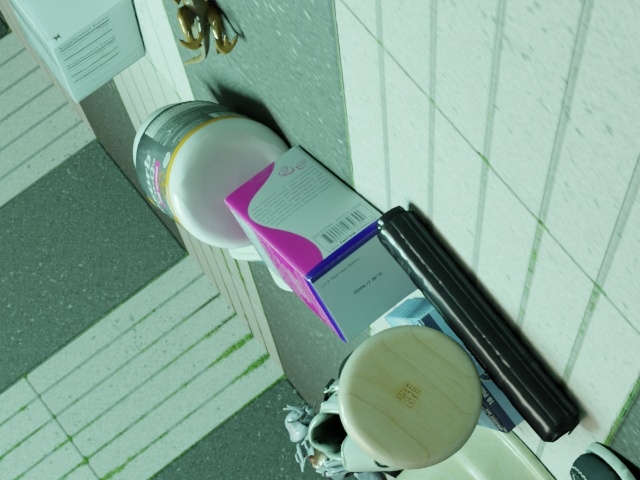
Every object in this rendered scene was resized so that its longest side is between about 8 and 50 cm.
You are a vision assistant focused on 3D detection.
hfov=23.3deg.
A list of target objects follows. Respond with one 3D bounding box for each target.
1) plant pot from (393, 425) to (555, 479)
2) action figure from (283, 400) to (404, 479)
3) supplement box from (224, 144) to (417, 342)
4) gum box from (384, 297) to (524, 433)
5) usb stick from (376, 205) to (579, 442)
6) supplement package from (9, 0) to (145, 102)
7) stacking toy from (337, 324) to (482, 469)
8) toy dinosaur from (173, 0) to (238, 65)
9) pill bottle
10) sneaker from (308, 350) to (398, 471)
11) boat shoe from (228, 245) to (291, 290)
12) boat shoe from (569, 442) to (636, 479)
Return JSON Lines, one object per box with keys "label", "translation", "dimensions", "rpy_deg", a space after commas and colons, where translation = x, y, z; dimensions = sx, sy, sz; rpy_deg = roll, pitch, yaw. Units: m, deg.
{"label": "plant pot", "translation": [0.154, 0.411, 1.917], "dimensions": [0.334, 0.305, 0.334], "rpy_deg": [52, 171, 12]}
{"label": "action figure", "translation": [0.062, 0.322, 2.318], "dimensions": [0.285, 0.099, 0.185], "rpy_deg": [33, -149, -12]}
{"label": "supplement box", "translation": [0.000, 0.000, 1.757], "dimensions": [0.220, 0.111, 0.114], "rpy_deg": [43, 167, 50]}
{"label": "gum box", "translation": [0.151, 0.136, 1.736], "dimensions": [0.157, 0.041, 0.184], "rpy_deg": [53, 172, -4]}
{"label": "usb stick", "translation": [0.152, 0.082, 1.519], "dimensions": [0.278, 0.045, 0.077], "rpy_deg": [51, 178, 13]}
{"label": "supplement package", "translation": [-0.353, -0.321, 2.245], "dimensions": [0.139, 0.134, 0.244], "rpy_deg": [52, 171, 8]}
{"label": "stacking toy", "translation": [0.094, 0.175, 1.654], "dimensions": [0.141, 0.141, 0.330], "rpy_deg": [52, 176, 9]}
{"label": "toy dinosaur", "translation": [-0.133, -0.244, 1.725], "dimensions": [0.211, 0.064, 0.112], "rpy_deg": [79, 173, -49]}
{"label": "pill bottle", "translation": [-0.143, -0.093, 1.971], "dimensions": [0.162, 0.162, 0.278], "rpy_deg": [57, 170, -21]}
{"label": "sneaker", "translation": [0.044, 0.238, 2.200], "dimensions": [0.330, 0.146, 0.122], "rpy_deg": [-136, 37, -73]}
{"label": "boat shoe", "translation": [-0.022, 0.004, 2.038], "dimensions": [0.099, 0.116, 0.319], "rpy_deg": [10, -177, -26]}
{"label": "boat shoe", "translation": [0.287, 0.304, 1.410], "dimensions": [0.114, 0.091, 0.302], "rpy_deg": [62, 178, -35]}
